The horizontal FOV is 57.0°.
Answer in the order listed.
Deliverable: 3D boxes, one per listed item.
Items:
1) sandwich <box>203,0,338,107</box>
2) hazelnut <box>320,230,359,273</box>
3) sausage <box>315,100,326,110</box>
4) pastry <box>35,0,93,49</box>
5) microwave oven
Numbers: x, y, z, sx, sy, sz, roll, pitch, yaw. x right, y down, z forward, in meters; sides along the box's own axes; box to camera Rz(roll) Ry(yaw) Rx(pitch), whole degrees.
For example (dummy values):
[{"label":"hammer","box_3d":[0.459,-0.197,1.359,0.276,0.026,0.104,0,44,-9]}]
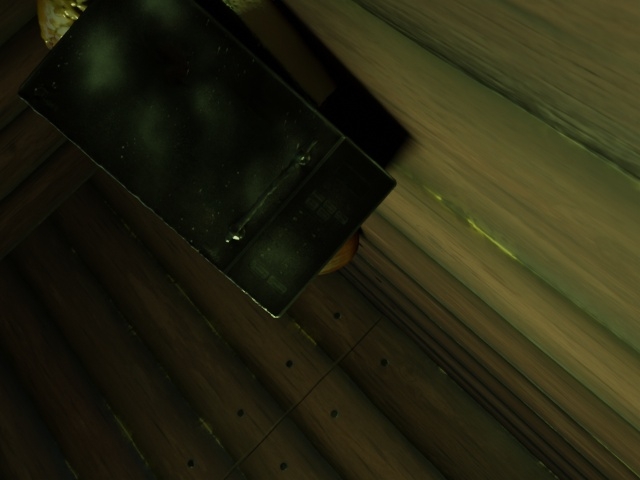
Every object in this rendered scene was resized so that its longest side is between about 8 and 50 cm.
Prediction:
[{"label":"sandwich","box_3d":[-0.075,-0.275,0.818,0.193,0.058,0.162,46,177,-26]},{"label":"hazelnut","box_3d":[0.008,0.006,1.538,0.186,0.210,0.210,5,-168,-23]},{"label":"sausage","box_3d":[-0.052,-0.246,0.966,0.034,0.034,0.253,49,174,-36]},{"label":"pastry","box_3d":[-0.419,-0.478,1.027,0.255,0.161,0.311,-126,36,-52]},{"label":"microwave oven","box_3d":[-0.139,-0.137,0.882,0.432,0.236,0.374,42,-177,-2]}]
